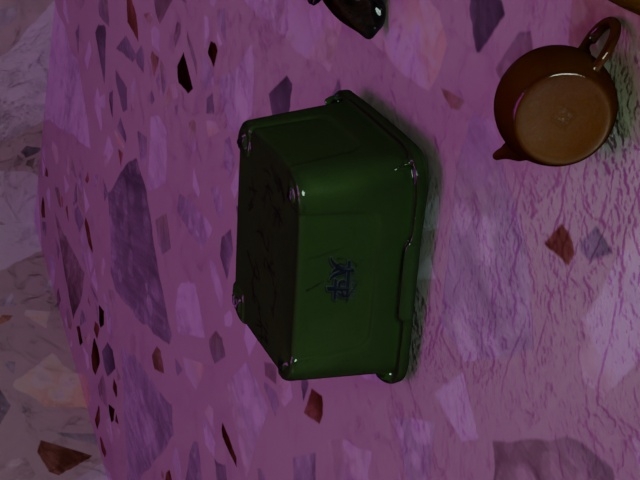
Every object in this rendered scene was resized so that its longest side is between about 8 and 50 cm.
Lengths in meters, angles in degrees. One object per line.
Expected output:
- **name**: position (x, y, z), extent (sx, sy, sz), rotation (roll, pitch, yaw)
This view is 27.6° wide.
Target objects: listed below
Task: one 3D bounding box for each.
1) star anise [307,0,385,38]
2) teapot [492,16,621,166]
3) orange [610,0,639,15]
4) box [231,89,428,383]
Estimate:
- **star anise**: position (0.010, -0.372, 1.565), extent (0.283, 0.129, 0.212), rotation (44, 143, 44)
- **teapot**: position (0.213, -0.131, 1.180), extent (0.173, 0.116, 0.116), rotation (-54, 41, 21)
- **orange**: position (0.245, -0.281, 0.874), extent (0.279, 0.235, 0.279), rotation (164, 90, -72)
- **box**: position (0.000, 0.000, 1.607), extent (0.253, 0.178, 0.328), rotation (-131, 41, -55)
